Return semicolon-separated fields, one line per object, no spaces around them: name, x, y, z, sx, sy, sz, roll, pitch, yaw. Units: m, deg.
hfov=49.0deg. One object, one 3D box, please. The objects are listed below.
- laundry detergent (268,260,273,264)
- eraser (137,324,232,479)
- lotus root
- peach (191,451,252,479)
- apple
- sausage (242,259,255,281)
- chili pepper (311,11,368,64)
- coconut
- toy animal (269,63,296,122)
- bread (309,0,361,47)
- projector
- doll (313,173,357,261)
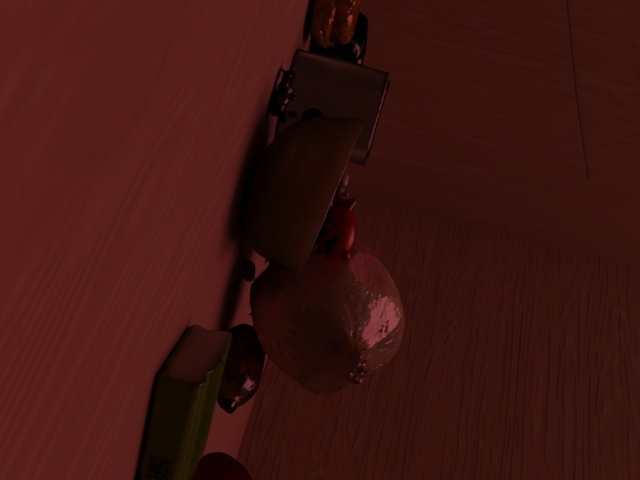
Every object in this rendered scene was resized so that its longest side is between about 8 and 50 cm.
laundry detergent;-0.137;0.016;2.449;0.211;0.063;0.137;-61;159;-82
eraser;-0.247;0.317;1.271;0.210;0.092;0.274;-67;173;-70
lotus root;-0.211;0.324;1.766;0.260;0.128;0.145;-83;169;-48
peach;-0.262;0.650;1.763;0.243;0.200;0.243;-171;-90;-84
apple;-0.020;-0.110;1.589;0.312;0.320;0.360;23;88;-50
sausage;-0.190;0.082;1.864;0.083;0.034;0.034;101;5;-59
chili pepper;0.048;-0.551;2.043;0.174;0.165;0.261;132;-23;-68
coconut;0.027;0.200;1.789;0.404;0.405;0.404;15;90;-88
toy animal;-0.081;-0.340;1.593;0.065;0.047;0.135;67;43;-73
bread;0.043;-0.623;1.841;0.198;0.120;0.236;-7;111;-86
projector;0.037;-0.351;1.866;0.248;0.249;0.248;-61;165;-79
doll;0.029;-0.031;1.633;0.183;0.085;0.217;126;-30;-43
